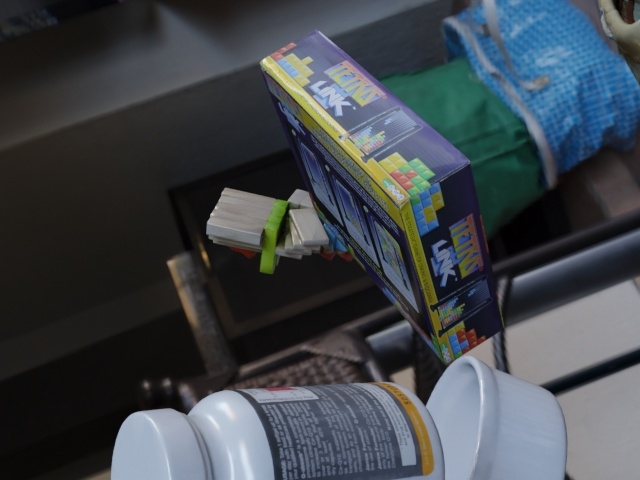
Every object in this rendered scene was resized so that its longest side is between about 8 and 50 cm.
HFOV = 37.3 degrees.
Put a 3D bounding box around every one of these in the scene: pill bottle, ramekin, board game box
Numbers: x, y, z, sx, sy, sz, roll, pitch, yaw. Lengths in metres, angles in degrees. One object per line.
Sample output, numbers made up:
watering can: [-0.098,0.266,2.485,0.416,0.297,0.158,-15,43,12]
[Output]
pill bottle: [-0.037,0.214,0.869,0.162,0.279,0.162,-8,81,57]
ramekin: [0.226,0.309,1.307,0.277,0.135,0.277,-163,90,-82]
board game box: [0.037,-0.029,0.574,0.170,0.048,0.141,50,166,44]

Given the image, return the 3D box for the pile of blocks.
pile of blocks: [0.000,0.000,1.472,0.149,0.362,0.112,-111,23,-52]

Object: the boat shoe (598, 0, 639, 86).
boat shoe: [0.126,-0.115,0.352,0.072,0.068,0.190,33,-146,-20]
